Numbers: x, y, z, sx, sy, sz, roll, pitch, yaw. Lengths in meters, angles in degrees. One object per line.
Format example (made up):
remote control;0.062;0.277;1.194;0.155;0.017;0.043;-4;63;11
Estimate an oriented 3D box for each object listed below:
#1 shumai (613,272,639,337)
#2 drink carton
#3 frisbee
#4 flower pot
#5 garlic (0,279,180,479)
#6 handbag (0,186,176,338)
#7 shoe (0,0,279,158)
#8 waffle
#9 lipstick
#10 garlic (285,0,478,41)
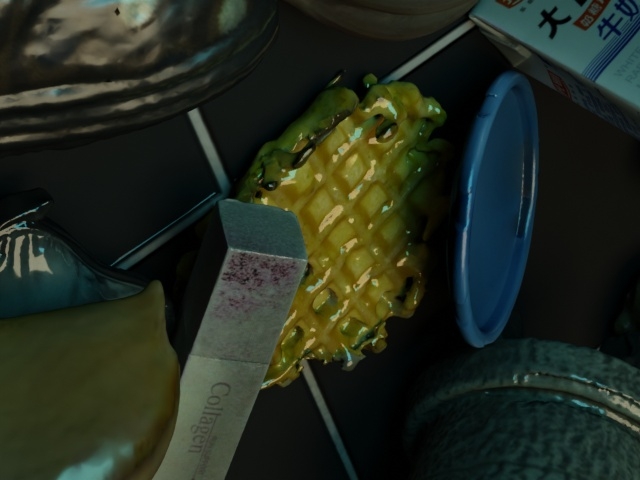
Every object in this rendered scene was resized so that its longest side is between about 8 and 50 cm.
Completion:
shumai;0.409;0.179;1.466;0.283;0.217;0.346;-35;129;29
drink carton;0.274;-0.145;0.994;0.130;0.315;0.106;-52;140;0
frisbee;0.143;-0.028;1.101;0.242;0.045;0.242;7;90;-68
flower pot;0.215;0.229;1.200;0.299;0.299;0.283;63;33;-44
garlic;-0.259;0.108;0.798;0.338;0.151;0.196;7;78;-19
handbag;-0.248;0.125;0.917;0.332;0.075;0.191;-52;133;4
shoe;-0.203;-0.169;0.686;0.384;0.171;0.237;-15;130;-23
waffle;0.002;0.001;1.046;0.262;0.060;0.281;-9;122;-36
lipstick;-0.091;0.117;0.989;0.066;0.068;0.317;10;123;-18
garlic;0.049;-0.263;0.883;0.292;0.210;0.237;-35;100;-11
